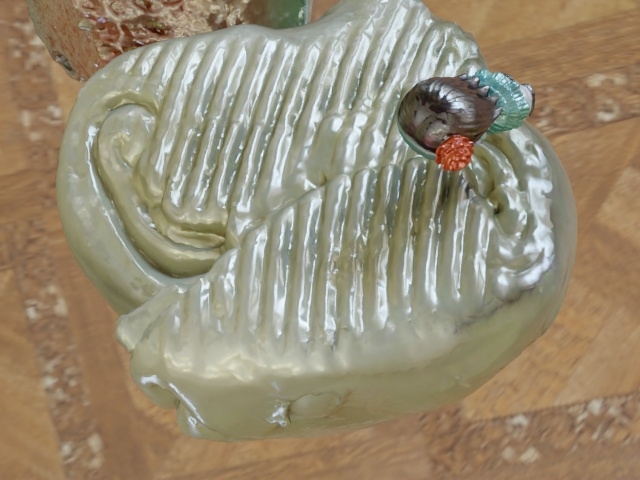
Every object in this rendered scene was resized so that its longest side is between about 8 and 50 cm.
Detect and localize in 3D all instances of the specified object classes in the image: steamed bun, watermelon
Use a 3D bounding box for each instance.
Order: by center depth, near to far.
[{"bbox_3d":[0.003,0.008,1.140,0.324,0.219,0.310,-20,57,-6],"label":"steamed bun"},{"bbox_3d":[-0.136,-0.194,1.424,0.256,0.140,0.193,2,115,-4],"label":"watermelon"}]

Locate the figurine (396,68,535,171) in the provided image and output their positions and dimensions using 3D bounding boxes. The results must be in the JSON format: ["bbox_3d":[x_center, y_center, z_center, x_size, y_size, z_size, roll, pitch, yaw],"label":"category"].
[{"bbox_3d":[0.091,-0.074,0.988,0.060,0.106,0.047,48,129,17],"label":"figurine"}]
